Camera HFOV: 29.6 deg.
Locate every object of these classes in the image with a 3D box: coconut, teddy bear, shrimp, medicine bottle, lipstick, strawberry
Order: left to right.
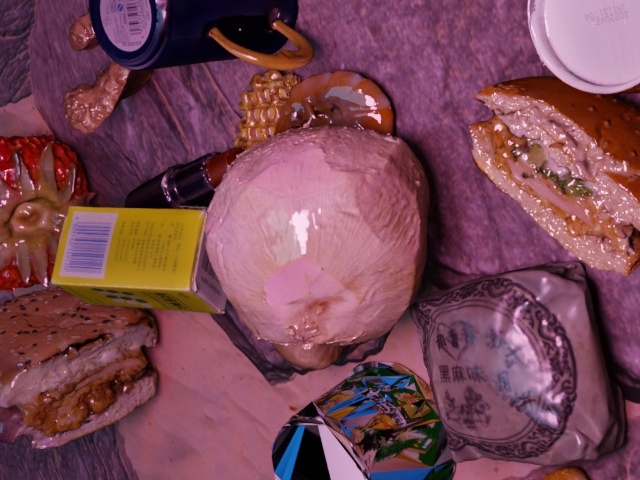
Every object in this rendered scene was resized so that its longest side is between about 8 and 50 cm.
[{"bbox_3d":[-0.551,-0.069,2.102,0.343,0.292,0.292,27,121,54],"label":"strawberry"},{"bbox_3d":[-0.326,-0.334,1.822,0.222,0.246,0.296,43,122,-11],"label":"teddy bear"},{"bbox_3d":[-0.267,0.028,1.857,0.250,0.137,0.141,3,70,20],"label":"medicine bottle"},{"bbox_3d":[-0.205,-0.083,1.868,0.299,0.081,0.081,-22,88,50],"label":"lipstick"},{"bbox_3d":[-0.024,-0.135,1.691,0.287,0.063,0.152,-28,95,26],"label":"shrimp"},{"bbox_3d":[0.000,0.000,1.563,0.297,0.254,0.297,7,120,13],"label":"coconut"}]

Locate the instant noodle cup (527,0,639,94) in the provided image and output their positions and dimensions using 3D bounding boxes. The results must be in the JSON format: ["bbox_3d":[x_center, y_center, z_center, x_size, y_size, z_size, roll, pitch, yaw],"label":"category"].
[{"bbox_3d":[0.339,-0.252,1.292,0.230,0.182,0.230,15,113,38],"label":"instant noodle cup"}]

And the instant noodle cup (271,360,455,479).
[{"bbox_3d":[0.053,0.305,1.715,0.240,0.178,0.240,15,113,38],"label":"instant noodle cup"}]

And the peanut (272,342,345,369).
[{"bbox_3d":[-0.041,0.067,1.766,0.137,0.122,0.253,-45,68,37],"label":"peanut"}]

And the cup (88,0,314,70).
[{"bbox_3d":[-0.145,-0.322,1.643,0.255,0.256,0.179,8,108,38],"label":"cup"}]

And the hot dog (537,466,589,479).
[{"bbox_3d":[0.256,0.388,1.640,0.289,0.068,0.083,-43,67,41],"label":"hot dog"}]

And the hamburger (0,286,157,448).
[{"bbox_3d":[-0.449,0.205,2.035,0.276,0.318,0.195,22,126,42],"label":"hamburger"}]

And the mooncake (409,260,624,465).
[{"bbox_3d":[0.243,0.165,1.536,0.254,0.136,0.250,-14,90,42],"label":"mooncake"}]

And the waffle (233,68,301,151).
[{"bbox_3d":[-0.063,-0.152,1.764,0.160,0.046,0.192,42,128,25],"label":"waffle"}]

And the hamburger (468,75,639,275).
[{"bbox_3d":[0.306,-0.100,1.387,0.283,0.156,0.144,46,148,28],"label":"hamburger"}]
